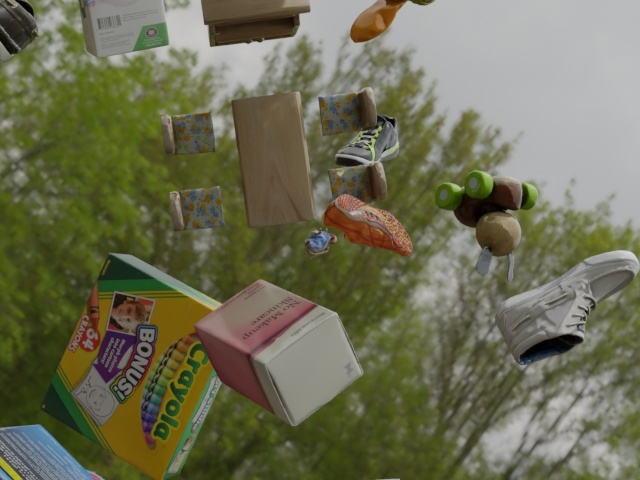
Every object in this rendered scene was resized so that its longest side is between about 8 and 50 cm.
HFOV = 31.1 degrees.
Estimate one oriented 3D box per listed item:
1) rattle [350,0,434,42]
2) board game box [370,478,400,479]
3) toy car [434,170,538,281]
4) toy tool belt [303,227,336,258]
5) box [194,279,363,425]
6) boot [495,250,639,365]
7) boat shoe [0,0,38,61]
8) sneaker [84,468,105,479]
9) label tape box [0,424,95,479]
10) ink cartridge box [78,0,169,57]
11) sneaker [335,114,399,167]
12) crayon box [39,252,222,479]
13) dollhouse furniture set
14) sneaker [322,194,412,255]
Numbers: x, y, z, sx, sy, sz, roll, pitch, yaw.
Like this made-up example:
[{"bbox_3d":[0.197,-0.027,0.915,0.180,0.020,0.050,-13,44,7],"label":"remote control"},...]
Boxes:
[{"bbox_3d":[0.084,-0.377,1.489,0.200,0.142,0.130,86,-21,-61],"label":"rattle"},{"bbox_3d":[0.030,0.549,1.961,0.141,0.291,0.232,-46,-128,37],"label":"board game box"},{"bbox_3d":[0.316,-0.017,2.137,0.155,0.189,0.149,10,-21,-38],"label":"toy car"},{"bbox_3d":[0.000,0.000,2.432,0.052,0.083,0.051,44,-29,33],"label":"toy tool belt"},{"bbox_3d":[-0.070,0.172,1.825,0.232,0.148,0.127,19,-42,54],"label":"box"},{"bbox_3d":[0.425,0.121,1.909,0.095,0.258,0.123,51,16,-41],"label":"boot"},{"bbox_3d":[-0.416,-0.295,1.552,0.081,0.068,0.228,55,-1,-24],"label":"boat shoe"},{"bbox_3d":[-0.493,0.463,2.077,0.261,0.104,0.125,22,7,-7],"label":"sneaker"},{"bbox_3d":[-0.448,0.399,1.740,0.240,0.106,0.333,41,2,13],"label":"label tape box"},{"bbox_3d":[-0.396,-0.482,2.264,0.093,0.154,0.213,-144,-137,-60],"label":"ink cartridge box"},{"bbox_3d":[0.095,-0.204,2.300,0.084,0.234,0.097,13,-70,19],"label":"sneaker"},{"bbox_3d":[-0.361,0.256,2.355,0.313,0.363,0.106,27,6,18],"label":"crayon box"},{"bbox_3d":[-0.089,-0.222,1.917,0.256,0.362,0.394,-167,-110,-85],"label":"dollhouse furniture set"},{"bbox_3d":[0.079,-0.019,1.901,0.175,0.064,0.067,29,-51,-25],"label":"sneaker"}]
